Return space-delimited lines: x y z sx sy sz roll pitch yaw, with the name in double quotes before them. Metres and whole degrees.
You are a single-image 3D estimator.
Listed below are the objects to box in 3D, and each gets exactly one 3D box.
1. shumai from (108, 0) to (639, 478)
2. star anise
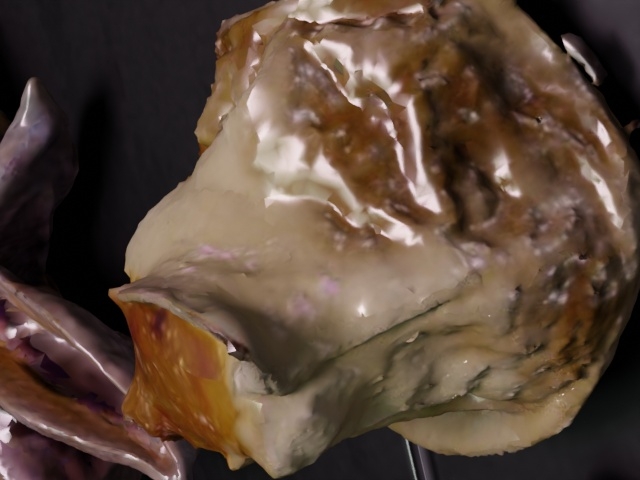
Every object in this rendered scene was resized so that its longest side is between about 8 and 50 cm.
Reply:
"shumai" 0.002 0.004 0.459 0.145 0.116 0.145 23 123 40
"star anise" -0.125 0.035 0.647 0.197 0.073 0.212 -31 80 46
